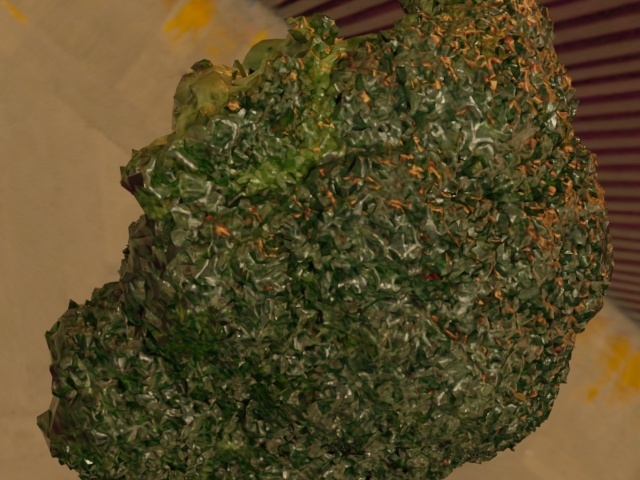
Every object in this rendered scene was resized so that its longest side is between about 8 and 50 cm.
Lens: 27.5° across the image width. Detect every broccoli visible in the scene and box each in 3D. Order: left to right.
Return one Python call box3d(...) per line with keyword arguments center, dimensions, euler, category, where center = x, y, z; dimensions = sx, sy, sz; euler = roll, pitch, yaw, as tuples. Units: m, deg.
box3d(center=(0.000, 0.000, 0.608), dimensions=(0.265, 0.245, 0.294), euler=(29, 96, -41), category="broccoli")
